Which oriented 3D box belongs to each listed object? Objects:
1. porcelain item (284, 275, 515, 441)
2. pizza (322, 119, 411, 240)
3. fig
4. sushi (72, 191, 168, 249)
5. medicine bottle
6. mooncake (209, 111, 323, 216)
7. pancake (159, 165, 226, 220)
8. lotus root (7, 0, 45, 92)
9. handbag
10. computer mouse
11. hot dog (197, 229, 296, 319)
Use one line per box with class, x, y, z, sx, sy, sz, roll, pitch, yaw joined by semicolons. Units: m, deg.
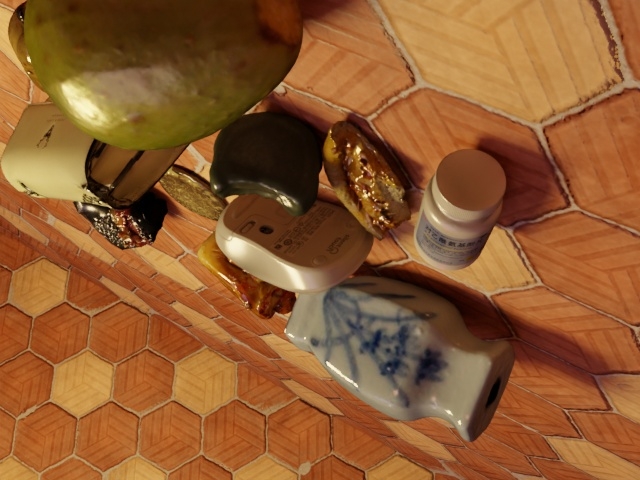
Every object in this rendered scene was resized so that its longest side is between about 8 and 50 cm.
porcelain item;0.139;0.198;1.430;0.405;0.243;0.178;23;-177;28
pizza;0.070;-0.080;1.158;0.134;0.056;0.271;32;162;24
fig;-0.173;-0.231;0.893;0.326;0.258;0.258;5;149;27
sushi;-0.449;-0.061;1.819;0.150;0.153;0.172;-6;119;32
medicine bottle;0.185;-0.038;1.024;0.102;0.103;0.187;28;159;11
mooncake;-0.080;-0.106;1.162;0.175;0.168;0.104;44;163;12
pancake;-0.280;-0.102;1.653;0.199;0.021;0.199;28;159;12
lotus root;-0.444;-0.321;1.250;0.125;0.118;0.221;39;159;18
handbag;-0.405;-0.176;1.358;0.358;0.237;0.160;8;151;47
computer mouse;-0.049;0.010;1.351;0.296;0.184;0.121;20;139;27
hot dog;-0.142;0.080;1.702;0.153;0.150;0.257;21;158;51
